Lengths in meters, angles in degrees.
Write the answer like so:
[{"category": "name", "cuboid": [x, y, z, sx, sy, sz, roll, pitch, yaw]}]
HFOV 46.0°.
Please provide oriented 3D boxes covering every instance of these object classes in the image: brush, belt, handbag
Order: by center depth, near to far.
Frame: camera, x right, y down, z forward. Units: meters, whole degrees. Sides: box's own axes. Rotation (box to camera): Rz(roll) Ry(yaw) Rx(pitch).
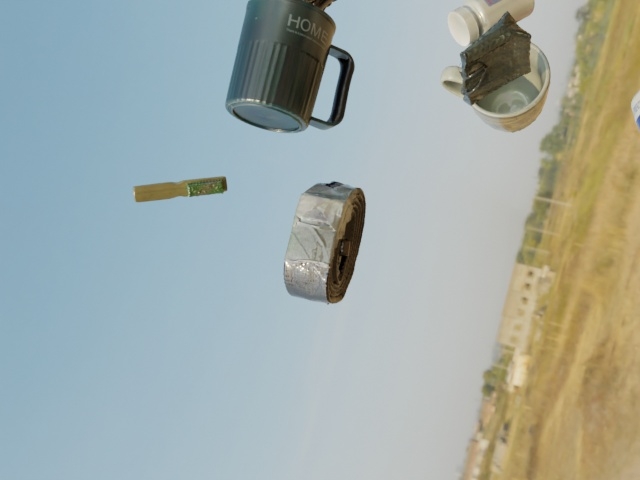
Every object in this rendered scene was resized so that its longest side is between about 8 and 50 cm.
[{"category": "handbag", "cuboid": [0.397, -0.413, 1.752, 0.175, 0.088, 0.270, -35, -20, 3]}, {"category": "belt", "cuboid": [0.000, 0.000, 1.781, 0.184, 0.164, 0.289, 28, -105, -64]}, {"category": "brush", "cuboid": [-0.425, -0.152, 2.288, 0.048, 0.283, 0.054, -110, 15, -66]}]

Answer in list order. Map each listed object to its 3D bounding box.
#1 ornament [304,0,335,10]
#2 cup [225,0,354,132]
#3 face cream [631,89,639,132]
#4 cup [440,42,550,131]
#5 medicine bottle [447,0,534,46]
[{"category": "ornament", "cuboid": [0.021, -0.829, 2.336, 0.251, 0.106, 0.260, -44, -2, -14]}, {"category": "cup", "cuboid": [-0.092, -0.443, 1.995, 0.308, 0.242, 0.291, 26, -106, -51]}, {"category": "face cream", "cuboid": [0.939, -0.360, 2.000, 0.206, 0.206, 0.111, 55, -156, -71]}, {"category": "cup", "cuboid": [0.487, -0.412, 2.112, 0.257, 0.301, 0.227, 41, -115, -69]}, {"category": "medicine bottle", "cuboid": [0.401, -0.538, 1.774, 0.187, 0.102, 0.102, -29, -30, -10]}]
